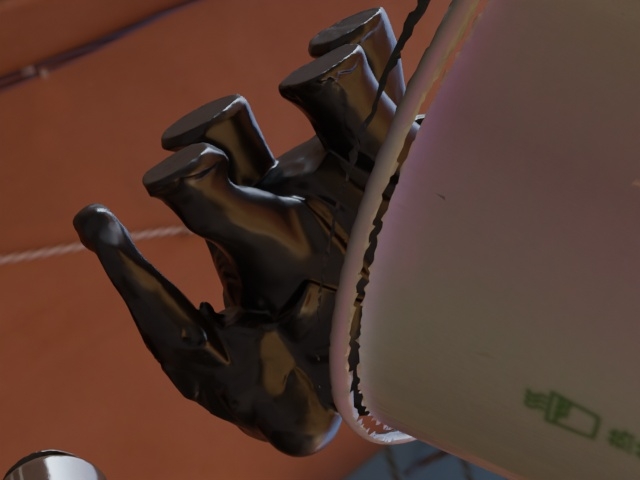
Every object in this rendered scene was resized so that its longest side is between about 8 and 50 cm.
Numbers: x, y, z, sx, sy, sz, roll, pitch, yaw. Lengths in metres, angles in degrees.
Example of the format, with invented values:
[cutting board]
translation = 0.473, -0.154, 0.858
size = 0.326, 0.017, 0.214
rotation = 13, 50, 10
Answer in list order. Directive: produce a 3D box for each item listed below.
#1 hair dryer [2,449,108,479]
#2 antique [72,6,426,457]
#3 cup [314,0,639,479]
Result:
[hair dryer]
translation = -0.180, 0.181, 0.891
size = 0.181, 0.117, 0.064
rotation = -26, -57, -2
[antique]
translation = 0.000, 0.000, 1.387
size = 0.185, 0.322, 0.255
rotation = 9, -52, 62
[cup]
translation = 0.177, 0.017, 0.581
size = 0.274, 0.253, 0.253
rotation = 30, -57, 23
